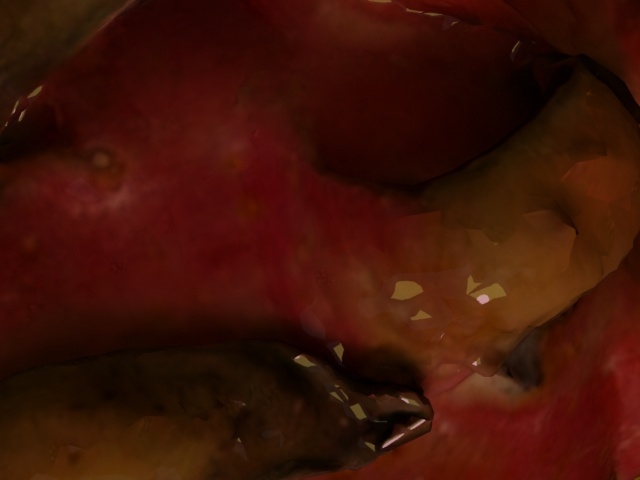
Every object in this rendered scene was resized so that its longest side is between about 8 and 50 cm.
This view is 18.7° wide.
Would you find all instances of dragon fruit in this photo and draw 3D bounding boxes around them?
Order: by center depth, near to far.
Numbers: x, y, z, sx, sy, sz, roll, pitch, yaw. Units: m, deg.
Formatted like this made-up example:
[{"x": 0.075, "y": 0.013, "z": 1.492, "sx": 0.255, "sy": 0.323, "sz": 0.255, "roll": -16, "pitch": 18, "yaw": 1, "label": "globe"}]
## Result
[{"x": 0.000, "y": 0.000, "z": 0.535, "sx": 0.263, "sy": 0.296, "sz": 0.314, "roll": -25, "pitch": 138, "yaw": 10, "label": "dragon fruit"}]
